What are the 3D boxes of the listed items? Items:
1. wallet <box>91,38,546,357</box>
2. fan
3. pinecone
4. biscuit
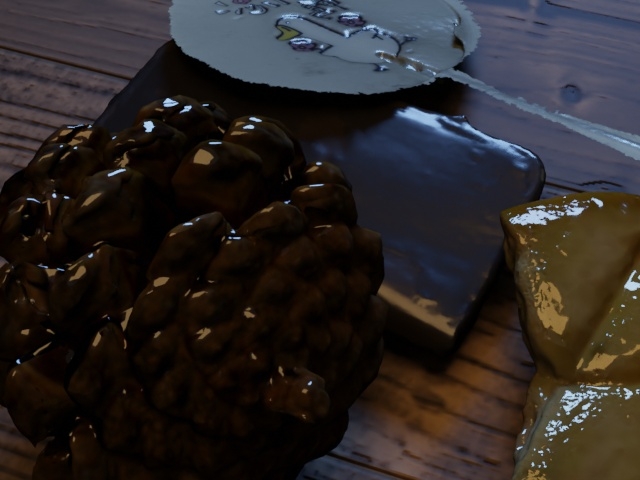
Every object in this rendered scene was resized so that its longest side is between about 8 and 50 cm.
[{"bbox_3d":[-0.013,-0.041,0.961,0.309,0.042,0.165,22,58,21],"label":"wallet"},{"bbox_3d":[0.064,-0.124,1.003,0.414,0.012,0.233,28,41,32],"label":"fan"},{"bbox_3d":[-0.080,0.041,0.809,0.243,0.243,0.257,-27,14,-16],"label":"pinecone"},{"bbox_3d":[0.176,0.098,0.827,0.154,0.045,0.299,10,58,-8],"label":"biscuit"}]
